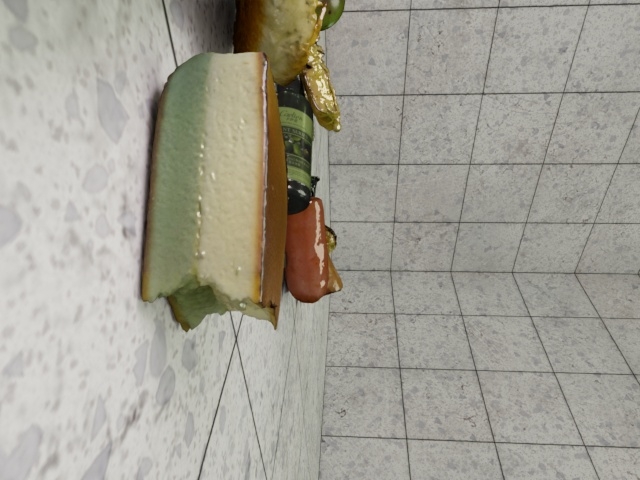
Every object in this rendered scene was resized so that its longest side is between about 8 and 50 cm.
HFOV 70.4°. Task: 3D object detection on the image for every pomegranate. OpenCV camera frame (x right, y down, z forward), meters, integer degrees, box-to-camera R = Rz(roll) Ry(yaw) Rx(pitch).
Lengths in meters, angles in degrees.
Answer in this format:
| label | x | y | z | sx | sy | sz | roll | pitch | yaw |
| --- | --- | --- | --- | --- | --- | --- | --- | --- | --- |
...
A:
| label | x | y | z | sx | sy | sz | roll | pitch | yaw |
| --- | --- | --- | --- | --- | --- | --- | --- | --- | --- |
| pomegranate | -0.023 | -0.596 | 1.160 | 0.159 | 0.159 | 0.205 | -85 | -159 | -45 |

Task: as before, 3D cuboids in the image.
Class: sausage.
| label | x | y | z | sx | sy | sz | roll | pitch | yaw |
| --- | --- | --- | --- | --- | --- | --- | --- | --- | --- |
| sausage | -0.038 | 0.025 | 1.090 | 0.113 | 0.114 | 0.259 | -74 | 161 | -75 |
| sausage | -0.024 | 0.019 | 1.196 | 0.109 | 0.109 | 0.270 | -56 | 131 | -83 |

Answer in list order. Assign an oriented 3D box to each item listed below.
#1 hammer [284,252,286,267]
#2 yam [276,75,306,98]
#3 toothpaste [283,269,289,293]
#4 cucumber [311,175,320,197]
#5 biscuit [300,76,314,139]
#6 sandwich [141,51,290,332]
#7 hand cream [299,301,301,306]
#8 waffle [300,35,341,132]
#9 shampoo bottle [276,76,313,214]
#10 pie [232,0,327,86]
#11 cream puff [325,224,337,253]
| label | x | y | z | sx | sy | sz | roll | pitch | yaw |
| --- | --- | --- | --- | --- | --- | --- | --- | --- | --- |
| hammer | -0.097 | 0.062 | 1.016 | 0.110 | 0.019 | 0.035 | -66 | 158 | -66 |
| yam | -0.064 | -0.359 | 1.131 | 0.274 | 0.061 | 0.061 | -37 | 128 | -86 |
| toothpaste | -0.072 | 0.104 | 1.209 | 0.194 | 0.043 | 0.067 | 21 | 67 | -79 |
| cucumber | -0.046 | -0.039 | 1.287 | 0.072 | 0.081 | 0.303 | -26 | 125 | -52 |
| biscuit | -0.046 | -0.481 | 1.492 | 0.141 | 0.038 | 0.289 | -34 | 123 | -84 |
| sandwich | -0.089 | -0.026 | 0.411 | 0.220 | 0.108 | 0.186 | 89 | 3 | -48 |
| hand cream | -0.053 | 0.101 | 1.420 | 0.078 | 0.050 | 0.205 | -83 | 177 | -76 |
| waffle | -0.021 | -0.405 | 1.066 | 0.283 | 0.065 | 0.309 | 72 | -2 | -52 |
| shampoo bottle | -0.064 | -0.191 | 0.819 | 0.101 | 0.101 | 0.284 | 81 | 10 | -68 |
| pie | -0.058 | -0.337 | 0.537 | 0.315 | 0.092 | 0.315 | -178 | -90 | -71 |
| cream puff | 0.000 | 0.000 | 1.689 | 0.104 | 0.119 | 0.133 | -57 | 137 | -34 |
